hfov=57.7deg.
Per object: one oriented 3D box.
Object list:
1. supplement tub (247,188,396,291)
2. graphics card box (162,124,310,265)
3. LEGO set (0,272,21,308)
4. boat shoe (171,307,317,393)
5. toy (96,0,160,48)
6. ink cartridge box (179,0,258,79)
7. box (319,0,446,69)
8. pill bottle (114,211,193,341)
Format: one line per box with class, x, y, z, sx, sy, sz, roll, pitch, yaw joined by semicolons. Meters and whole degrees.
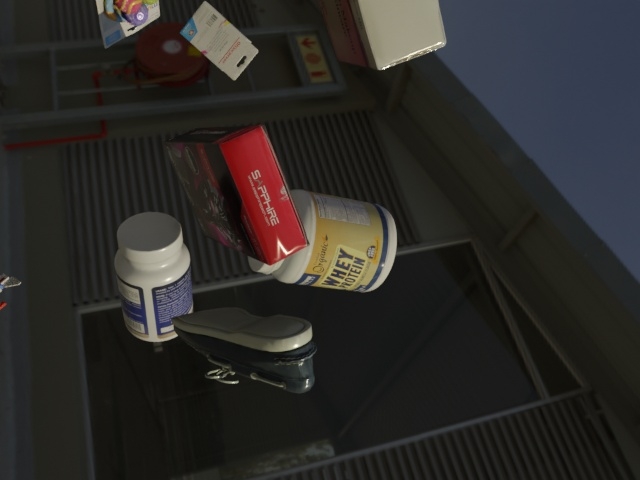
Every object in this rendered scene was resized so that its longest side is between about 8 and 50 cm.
supplement tub;0.000;0.000;1.417;0.228;0.316;0.228;-171;-90;-66
graphics card box;-0.176;-0.100;1.122;0.371;0.094;0.232;20;-45;60
LEGO set;-0.745;0.160;1.214;0.060;0.182;0.244;32;-69;19
boat shoe;-0.100;0.130;0.719;0.254;0.095;0.079;0;-78;42
toy;-0.327;-0.439;1.023;0.056;0.137;0.237;43;-25;11
ink cartridge box;-0.253;-0.508;1.490;0.181;0.104;0.061;42;12;-7
box;0.095;-0.390;0.993;0.232;0.127;0.148;-126;-165;-65
pill bottle;-0.351;0.078;1.232;0.153;0.153;0.264;-114;-156;-44
